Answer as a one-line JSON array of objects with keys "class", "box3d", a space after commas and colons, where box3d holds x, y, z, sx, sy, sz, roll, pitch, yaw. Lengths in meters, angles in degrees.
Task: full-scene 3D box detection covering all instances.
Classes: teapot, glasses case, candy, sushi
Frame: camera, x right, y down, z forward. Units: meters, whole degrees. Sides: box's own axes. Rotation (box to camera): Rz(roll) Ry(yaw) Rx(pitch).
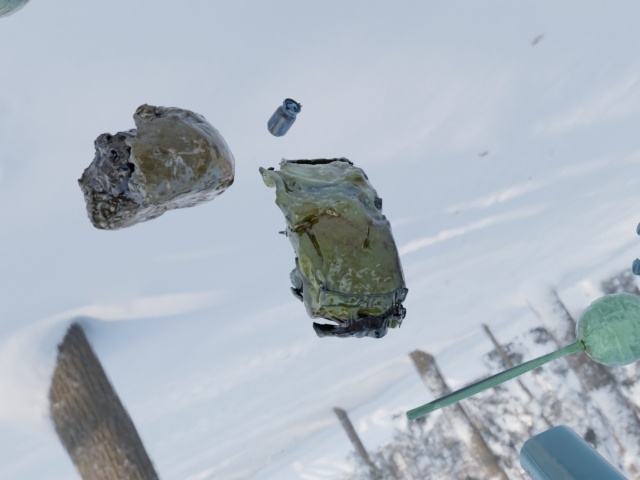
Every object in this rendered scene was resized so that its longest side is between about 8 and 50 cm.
[{"class": "teapot", "box3d": [-0.072, -0.261, 1.696, 0.063, 0.049, 0.083, 7, 140, -37]}, {"class": "glasses case", "box3d": [0.431, 0.396, 1.291, 0.117, 0.070, 0.301, -17, -168, -5]}, {"class": "candy", "box3d": [0.346, 0.209, 1.313, 0.439, 0.119, 0.119, -25, 166, 7]}, {"class": "sushi", "box3d": [0.001, -0.006, 0.886, 0.139, 0.291, 0.131, 0, 132, -13]}]

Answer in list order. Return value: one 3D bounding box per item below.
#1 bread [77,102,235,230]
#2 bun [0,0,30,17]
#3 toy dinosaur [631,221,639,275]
[{"class": "bread", "box3d": [-0.097, -0.047, 0.482, 0.082, 0.060, 0.113, -20, 180, -39]}, {"class": "bun", "box3d": [-0.297, -0.272, 0.623, 0.195, 0.195, 0.118, -32, -154, 11]}, {"class": "toy dinosaur", "box3d": [0.296, 0.020, 0.635, 0.080, 0.198, 0.045, 9, 173, 0]}]
